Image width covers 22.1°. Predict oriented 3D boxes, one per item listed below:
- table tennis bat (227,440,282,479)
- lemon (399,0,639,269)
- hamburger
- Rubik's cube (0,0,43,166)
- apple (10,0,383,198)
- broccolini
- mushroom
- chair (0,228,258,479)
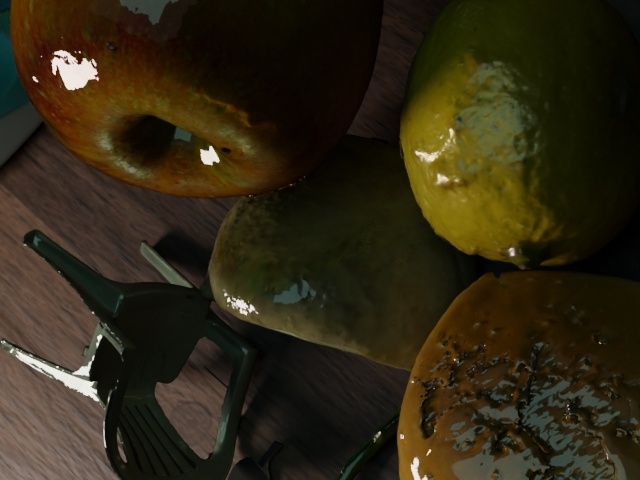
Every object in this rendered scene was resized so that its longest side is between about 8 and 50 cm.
[{"bbox_3d":[-0.070,0.251,1.778,0.050,0.007,0.083,43,102,30],"label":"table tennis bat"},{"bbox_3d":[0.199,-0.114,1.575,0.260,0.260,0.284,-28,71,21],"label":"lemon"},{"bbox_3d":[0.226,0.170,1.544,0.304,0.174,0.284,4,68,19],"label":"hamburger"},{"bbox_3d":[-0.500,-0.295,1.942,0.347,0.351,0.352,-50,58,10],"label":"Rubik's cube"},{"bbox_3d":[-0.113,-0.230,1.590,0.374,0.384,0.374,3,70,-9],"label":"apple"},{"bbox_3d":[0.014,0.258,1.705,0.071,0.057,0.254,37,104,-13],"label":"broccolini"},{"bbox_3d":[0.006,-0.006,1.694,0.292,0.212,0.217,18,95,37],"label":"mushroom"},{"bbox_3d":[-0.200,0.134,1.774,0.275,0.203,0.190,34,107,38],"label":"chair"}]
